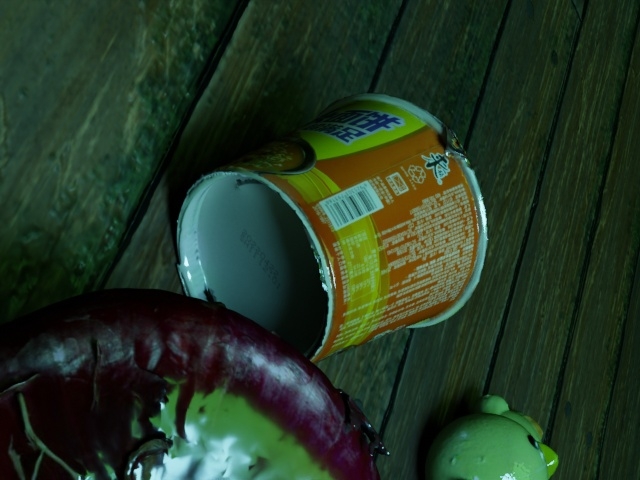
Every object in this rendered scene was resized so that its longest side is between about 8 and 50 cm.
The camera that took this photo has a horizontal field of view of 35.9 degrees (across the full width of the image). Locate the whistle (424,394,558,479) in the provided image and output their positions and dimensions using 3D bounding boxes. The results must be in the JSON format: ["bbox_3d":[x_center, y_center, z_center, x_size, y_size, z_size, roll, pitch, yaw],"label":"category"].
[{"bbox_3d":[0.217,0.244,1.121,0.294,0.141,0.141,-13,99,-55],"label":"whistle"}]

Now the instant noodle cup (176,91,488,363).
[{"bbox_3d":[0.000,0.000,0.786,0.174,0.213,0.213,-23,107,-44],"label":"instant noodle cup"}]

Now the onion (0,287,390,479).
[{"bbox_3d":[-0.109,0.177,0.580,0.314,0.232,0.313,-1,96,-11],"label":"onion"}]
